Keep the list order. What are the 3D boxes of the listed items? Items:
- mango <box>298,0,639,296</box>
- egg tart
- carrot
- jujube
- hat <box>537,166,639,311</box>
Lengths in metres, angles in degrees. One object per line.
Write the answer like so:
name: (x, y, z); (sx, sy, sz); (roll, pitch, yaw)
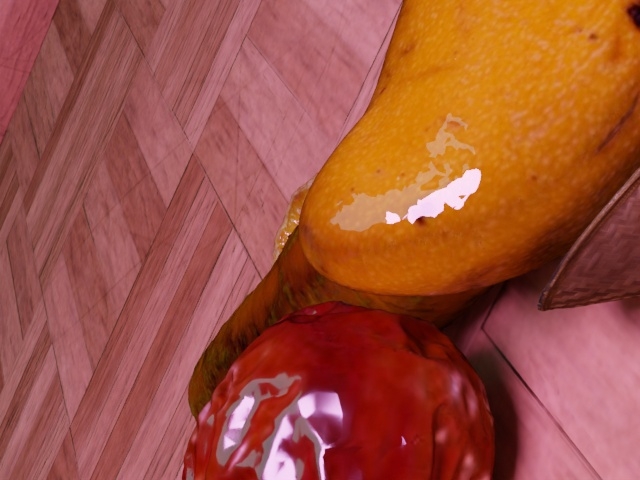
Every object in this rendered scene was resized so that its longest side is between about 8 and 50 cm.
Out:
mango: (0.110, -0.088, 0.761); (0.177, 0.120, 0.295); (25, 82, 39)
egg tart: (0.000, 0.000, 1.092); (0.105, 0.039, 0.105); (-49, 31, 42)
carrot: (0.020, 0.036, 0.933); (0.302, 0.114, 0.114); (-48, 31, 47)
jujube: (0.006, 0.157, 0.801); (0.174, 0.174, 0.250); (174, 103, -65)
hat: (0.171, -0.002, 0.685); (0.146, 0.067, 0.146); (-45, -13, -13)
